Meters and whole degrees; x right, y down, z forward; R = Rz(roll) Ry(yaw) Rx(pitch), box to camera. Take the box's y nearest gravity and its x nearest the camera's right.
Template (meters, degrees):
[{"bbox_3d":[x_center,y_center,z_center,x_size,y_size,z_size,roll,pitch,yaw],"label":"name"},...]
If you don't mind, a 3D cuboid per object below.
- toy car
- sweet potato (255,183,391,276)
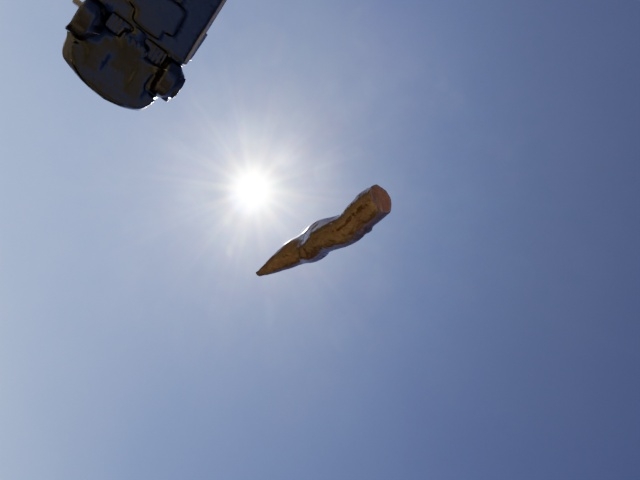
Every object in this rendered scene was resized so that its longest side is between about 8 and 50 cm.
[{"bbox_3d":[-0.132,-0.207,0.421,0.108,0.089,0.210,24,-97,50],"label":"toy car"},{"bbox_3d":[0.000,0.000,0.842,0.059,0.067,0.281,41,-45,-18],"label":"sweet potato"}]
